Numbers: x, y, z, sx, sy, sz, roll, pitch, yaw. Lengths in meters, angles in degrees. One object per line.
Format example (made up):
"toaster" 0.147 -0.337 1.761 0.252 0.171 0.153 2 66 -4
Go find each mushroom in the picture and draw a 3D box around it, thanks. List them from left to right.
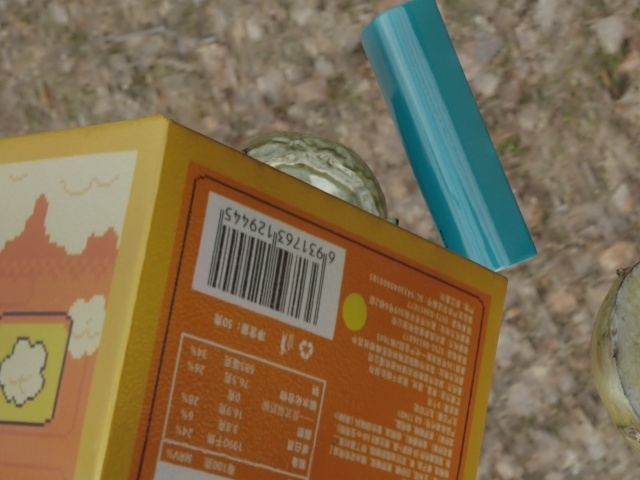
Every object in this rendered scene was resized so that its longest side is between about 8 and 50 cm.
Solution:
"mushroom" 0.000 0.004 1.951 0.189 0.164 0.267 105 154 -79

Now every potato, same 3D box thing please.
"potato" 0.372 0.135 1.658 0.116 0.299 0.239 -26 62 52

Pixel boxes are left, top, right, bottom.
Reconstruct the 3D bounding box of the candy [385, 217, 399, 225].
"candy" -0.077 0.006 1.722 0.335 0.093 0.092 -9 98 16

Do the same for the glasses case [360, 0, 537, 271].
"glasses case" 0.129 -0.102 1.755 0.301 0.070 0.117 67 157 4

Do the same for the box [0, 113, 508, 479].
"box" -0.089 0.084 0.893 0.259 0.283 0.214 -5 69 41
